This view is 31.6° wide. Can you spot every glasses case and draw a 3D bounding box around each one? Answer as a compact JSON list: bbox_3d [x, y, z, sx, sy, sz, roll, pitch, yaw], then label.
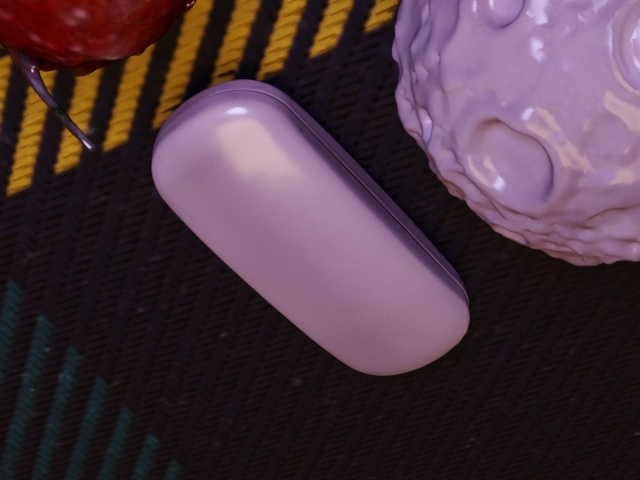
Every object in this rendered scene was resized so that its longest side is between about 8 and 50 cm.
[{"bbox_3d":[0.000,0.000,0.835,0.113,0.075,0.297,-31,124,21],"label":"glasses case"}]

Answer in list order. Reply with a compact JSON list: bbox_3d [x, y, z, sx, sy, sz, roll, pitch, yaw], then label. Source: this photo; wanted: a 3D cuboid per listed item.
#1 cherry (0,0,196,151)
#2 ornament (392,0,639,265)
[{"bbox_3d":[-0.149,-0.201,0.592,0.175,0.192,0.249,-25,135,-32],"label":"cherry"},{"bbox_3d":[0.160,-0.114,0.643,0.225,0.259,0.259,26,133,23],"label":"ornament"}]
